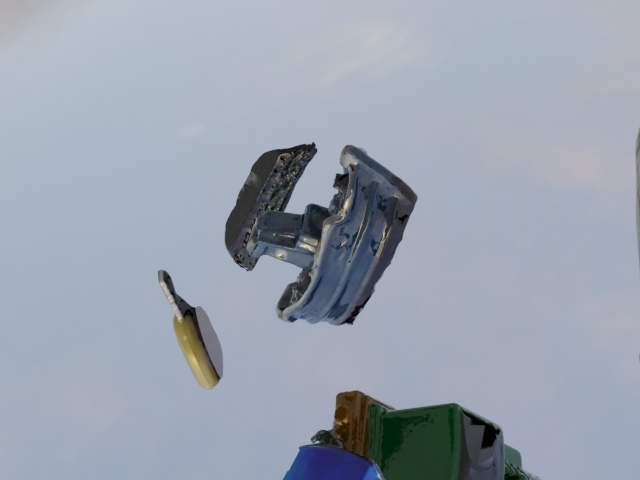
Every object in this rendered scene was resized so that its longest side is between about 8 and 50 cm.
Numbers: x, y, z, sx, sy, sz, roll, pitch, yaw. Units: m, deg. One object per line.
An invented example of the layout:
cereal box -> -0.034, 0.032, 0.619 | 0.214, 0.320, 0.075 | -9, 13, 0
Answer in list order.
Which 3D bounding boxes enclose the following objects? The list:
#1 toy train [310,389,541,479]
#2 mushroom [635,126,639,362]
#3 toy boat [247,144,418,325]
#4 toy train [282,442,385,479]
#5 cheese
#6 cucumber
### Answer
toy train -> 0.159, 0.320, 1.569 | 0.249, 0.429, 0.178 | -17, -123, 38
mushroom -> 0.540, 0.017, 1.744 | 0.154, 0.137, 0.407 | 12, -113, -12
toy boat -> 0.000, 0.000, 1.260 | 0.142, 0.309, 0.129 | 18, -127, -6
toy train -> 0.021, 0.288, 1.054 | 0.083, 0.204, 0.131 | 7, -130, 30
cheese -> -0.164, 0.104, 1.463 | 0.036, 0.162, 0.086 | -18, -147, 6
cucumber -> -0.075, -0.061, 1.533 | 0.046, 0.220, 0.070 | 1, -136, -37
